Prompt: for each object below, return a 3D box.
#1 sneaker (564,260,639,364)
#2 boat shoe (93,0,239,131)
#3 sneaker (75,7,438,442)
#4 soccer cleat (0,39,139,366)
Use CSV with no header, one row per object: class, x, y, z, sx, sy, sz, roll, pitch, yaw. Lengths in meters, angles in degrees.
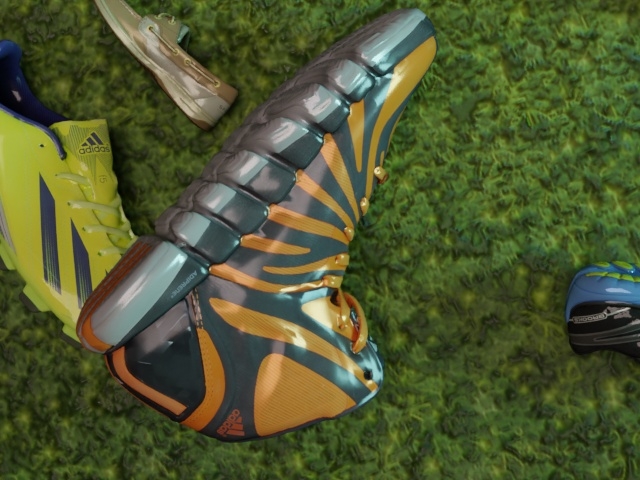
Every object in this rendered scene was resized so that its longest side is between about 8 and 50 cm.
sneaker,0.258,0.067,0.647,0.188,0.067,0.078,12,112,8
boat shoe,-0.115,-0.144,0.719,0.045,0.050,0.135,-42,93,4
sneaker,0.000,0.000,0.666,0.180,0.124,0.321,44,84,-16
soccer cleat,-0.184,-0.026,0.705,0.121,0.093,0.289,-42,82,4
